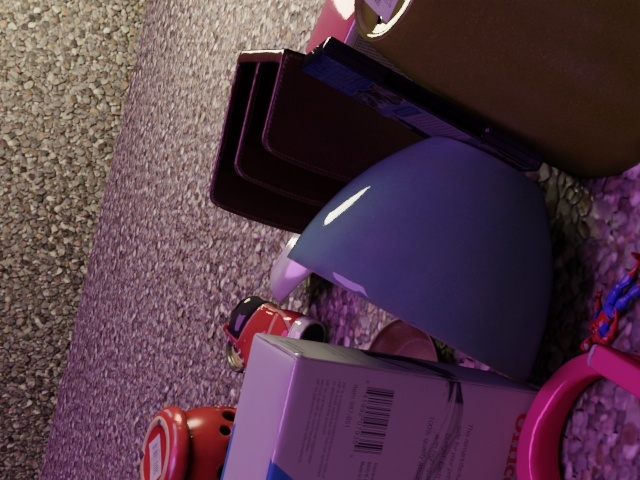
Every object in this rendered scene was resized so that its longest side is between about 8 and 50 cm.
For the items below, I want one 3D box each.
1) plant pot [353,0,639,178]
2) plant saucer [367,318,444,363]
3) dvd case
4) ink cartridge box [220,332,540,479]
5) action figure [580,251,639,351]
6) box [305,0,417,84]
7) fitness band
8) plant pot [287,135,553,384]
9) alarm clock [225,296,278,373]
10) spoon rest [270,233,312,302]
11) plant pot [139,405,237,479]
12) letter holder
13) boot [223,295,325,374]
[{"bbox_3d":[0.193,-0.227,1.025,0.275,0.294,0.274,-34,50,54],"label":"plant pot"},{"bbox_3d":[0.110,0.200,1.297,0.199,0.036,0.198,-33,51,54],"label":"plant saucer"},{"bbox_3d":[0.102,-0.140,1.073,0.022,0.253,0.180,-62,9,0],"label":"dvd case"},{"bbox_3d":[0.065,0.237,1.067,0.129,0.308,0.223,16,94,66],"label":"ink cartridge box"},{"bbox_3d":[0.293,0.066,1.004,0.038,0.030,0.115,57,131,49],"label":"action figure"},{"bbox_3d":[0.099,-0.328,1.414,0.232,0.149,0.127,-64,29,23],"label":"box"},{"bbox_3d":[0.283,0.220,0.930,0.291,0.054,0.209,41,116,62],"label":"fitness band"},{"bbox_3d":[0.136,0.002,1.091,0.195,0.290,0.290,-62,27,-2],"label":"plant pot"},{"bbox_3d":[-0.120,0.159,1.731,0.192,0.064,0.129,33,109,59],"label":"alarm clock"},{"bbox_3d":[0.000,0.000,1.539,0.276,0.084,0.137,-57,2,43],"label":"spoon rest"},{"bbox_3d":[-0.197,0.368,1.679,0.191,0.174,0.191,-33,50,52],"label":"plant pot"},{"bbox_3d":[0.035,-0.100,1.272,0.152,0.302,0.214,20,97,63],"label":"letter holder"},{"bbox_3d":[-0.103,0.217,1.587,0.176,0.088,0.244,17,88,39],"label":"boot"}]
